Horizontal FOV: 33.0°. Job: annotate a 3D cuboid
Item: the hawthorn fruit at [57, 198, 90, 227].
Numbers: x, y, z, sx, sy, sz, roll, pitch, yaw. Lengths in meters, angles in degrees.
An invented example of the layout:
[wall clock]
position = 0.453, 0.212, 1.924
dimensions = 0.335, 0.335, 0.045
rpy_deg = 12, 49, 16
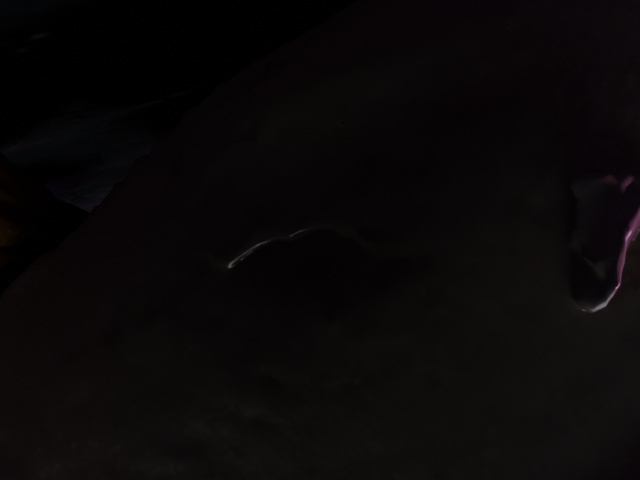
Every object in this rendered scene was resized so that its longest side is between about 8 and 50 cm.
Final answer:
[hawthorn fruit]
position = -0.196, 0.062, 0.700
dimensions = 0.253, 0.205, 0.205
rpy_deg = -24, 175, 4

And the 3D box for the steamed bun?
[steamed bun]
position = 0.063, 0.036, 0.465
dimensions = 0.383, 0.236, 0.247
rpy_deg = -39, 167, 11

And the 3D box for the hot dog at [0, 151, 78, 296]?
[hot dog]
position = -0.211, 0.015, 0.474
dimensions = 0.196, 0.122, 0.272
rpy_deg = -34, 179, -10
